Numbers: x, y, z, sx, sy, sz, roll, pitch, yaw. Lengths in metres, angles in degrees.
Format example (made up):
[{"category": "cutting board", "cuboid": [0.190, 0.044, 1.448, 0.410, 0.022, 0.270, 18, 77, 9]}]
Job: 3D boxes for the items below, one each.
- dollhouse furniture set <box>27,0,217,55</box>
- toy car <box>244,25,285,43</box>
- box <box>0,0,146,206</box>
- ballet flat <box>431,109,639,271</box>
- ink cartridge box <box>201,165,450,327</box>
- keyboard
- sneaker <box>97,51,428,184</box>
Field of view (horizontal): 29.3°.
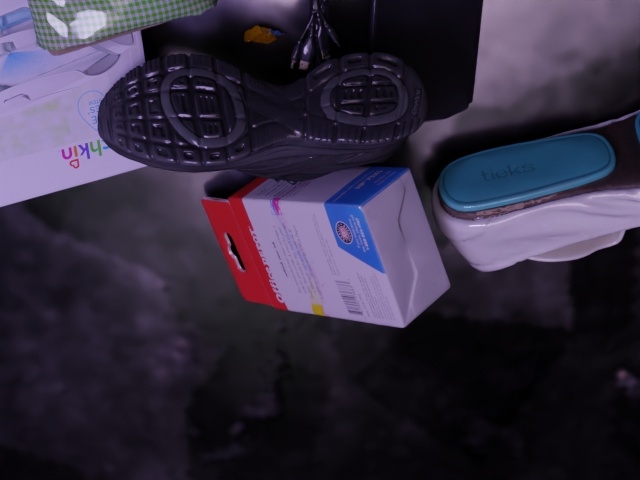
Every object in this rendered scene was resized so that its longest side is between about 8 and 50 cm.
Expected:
[{"category": "dollhouse furniture set", "cuboid": [-0.100, -0.264, 0.942, 0.302, 0.151, 0.197, -20, 114, -8]}, {"category": "toy car", "cuboid": [-0.028, -0.240, 1.155, 0.122, 0.060, 0.040, -38, 155, 33]}, {"category": "box", "cuboid": [-0.297, -0.155, 1.076, 0.262, 0.127, 0.231, -18, 117, -27]}, {"category": "ballet flat", "cuboid": [0.311, -0.056, 1.199, 0.400, 0.139, 0.139, -13, 114, 10]}, {"category": "ink cartridge box", "cuboid": [0.000, 0.000, 1.195, 0.231, 0.078, 0.134, 6, 125, 46]}, {"category": "keyboard", "cuboid": [0.063, -0.253, 1.116, 0.202, 0.033, 0.317, -10, 117, -25]}, {"category": "sneaker", "cuboid": [-0.053, -0.094, 1.090, 0.286, 0.130, 0.109, 1, 70, -4]}]
